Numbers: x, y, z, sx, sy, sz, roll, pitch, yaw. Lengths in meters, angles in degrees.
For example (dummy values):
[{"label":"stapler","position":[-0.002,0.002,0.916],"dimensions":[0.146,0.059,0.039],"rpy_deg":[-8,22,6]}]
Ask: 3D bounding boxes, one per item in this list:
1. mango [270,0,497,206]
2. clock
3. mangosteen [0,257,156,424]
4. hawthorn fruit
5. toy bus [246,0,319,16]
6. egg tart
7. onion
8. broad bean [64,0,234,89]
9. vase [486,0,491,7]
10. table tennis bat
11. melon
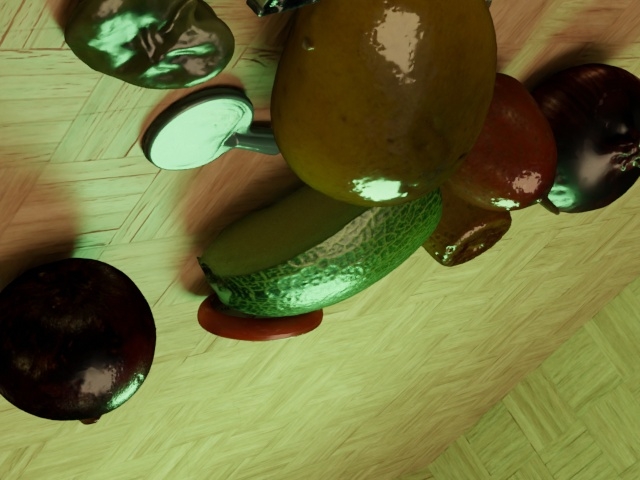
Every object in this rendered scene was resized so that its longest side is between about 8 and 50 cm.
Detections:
[{"label":"mango","position":[0.071,-0.211,1.653],"dimensions":[0.301,0.220,0.445],"rpy_deg":[-26,149,-3]},{"label":"clock","position":[-0.097,0.121,2.175],"dimensions":[0.205,0.205,0.051],"rpy_deg":[-14,112,-41]},{"label":"mangosteen","position":[-0.337,0.156,1.811],"dimensions":[0.235,0.235,0.261],"rpy_deg":[-22,136,-28]},{"label":"hawthorn fruit","position":[0.281,-0.132,2.060],"dimensions":[0.199,0.251,0.199],"rpy_deg":[-42,168,-12]},{"label":"toy bus","position":[0.003,-0.362,1.273],"dimensions":[0.276,0.165,0.133],"rpy_deg":[-48,170,32]},{"label":"egg tart","position":[0.228,-0.047,2.310],"dimensions":[0.202,0.147,0.202],"rpy_deg":[-27,160,-11]},{"label":"onion","position":[0.463,-0.163,2.230],"dimensions":[0.273,0.285,0.273],"rpy_deg":[-16,117,-33]},{"label":"broad bean","position":[-0.189,-0.227,1.446],"dimensions":[0.206,0.072,0.153],"rpy_deg":[14,128,-47]},{"label":"vase","position":[0.241,-0.353,1.790],"dimensions":[0.053,0.053,0.100],"rpy_deg":[-5,150,-51]},{"label":"table tennis bat","position":[-0.130,-0.138,1.755],"dimensions":[0.149,0.038,0.237],"rpy_deg":[-44,153,26]},{"label":"melon","position":[0.000,0.000,2.046],"dimensions":[0.343,0.226,0.331],"rpy_deg":[-43,178,-10]}]
